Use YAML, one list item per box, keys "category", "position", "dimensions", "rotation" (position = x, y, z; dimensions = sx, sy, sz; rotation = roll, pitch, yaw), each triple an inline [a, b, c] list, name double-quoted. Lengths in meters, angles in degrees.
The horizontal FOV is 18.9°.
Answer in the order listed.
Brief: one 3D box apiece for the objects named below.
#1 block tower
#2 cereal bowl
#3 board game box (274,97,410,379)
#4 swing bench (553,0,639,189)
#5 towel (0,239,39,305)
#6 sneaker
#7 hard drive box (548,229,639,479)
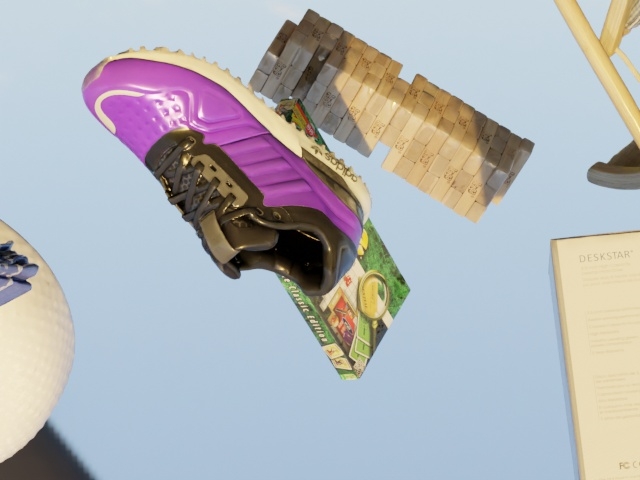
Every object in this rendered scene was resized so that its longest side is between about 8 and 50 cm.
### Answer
- category: "block tower"
  position: [0.085, -0.148, 2.293]
  dimensions: [0.335, 0.091, 0.097]
  rotation: [30, -143, -2]
- category: "cereal bowl"
  position: [-0.427, 0.118, 1.954]
  dimensions: [0.339, 0.339, 0.141]
  rotation: [3, -145, 9]
- category: "board game box"
  position: [0.000, 0.000, 1.913]
  dimensions: [0.030, 0.260, 0.136]
  rotation: [-7, -142, 36]
- category: "swing bench"
  position: [0.352, -0.209, 1.781]
  dimensions: [0.165, 0.255, 0.253]
  rotation: [3, -150, 45]
- category: "towel"
  position: [-0.361, 0.052, 1.286]
  dimensions: [0.243, 0.040, 0.336]
  rotation: [-28, 166, 15]
- category: "sneaker"
  position: [-0.083, -0.049, 1.673]
  dimensions: [0.293, 0.102, 0.146]
  rotation: [31, -134, -19]
- category: "hard drive box"
  position: [0.289, 0.110, 1.577]
  dimensions: [0.181, 0.232, 0.089]
  rotation: [-5, 159, 4]
